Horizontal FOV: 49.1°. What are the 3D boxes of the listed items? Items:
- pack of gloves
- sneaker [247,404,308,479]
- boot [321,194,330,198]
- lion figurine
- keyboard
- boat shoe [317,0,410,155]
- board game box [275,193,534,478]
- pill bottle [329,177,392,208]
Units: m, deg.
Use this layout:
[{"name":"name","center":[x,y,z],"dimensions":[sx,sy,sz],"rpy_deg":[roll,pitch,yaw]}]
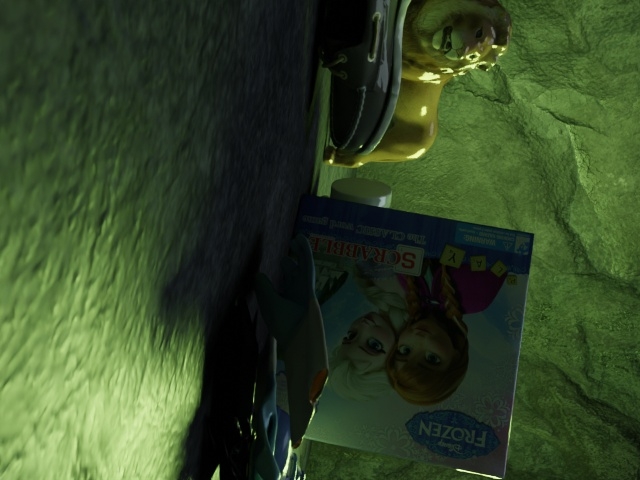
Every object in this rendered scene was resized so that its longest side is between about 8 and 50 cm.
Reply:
[{"name":"pack of gloves","center":[-0.051,0.111,0.628],"dimensions":[0.232,0.046,0.195],"rpy_deg":[-99,-153,-60]},{"name":"sneaker","center":[-0.038,0.316,0.844],"dimensions":[0.112,0.131,0.296],"rpy_deg":[-70,169,-57]},{"name":"boot","center":[0.000,0.000,1.168],"dimensions":[0.084,0.059,0.158],"rpy_deg":[23,81,-68]},{"name":"lion figurine","center":[0.137,-0.231,1.092],"dimensions":[0.392,0.240,0.142],"rpy_deg":[95,7,-61]},{"name":"keyboard","center":[-0.081,0.150,0.593],"dimensions":[0.100,0.038,0.192],"rpy_deg":[-119,-148,-58]},{"name":"boat shoe","center":[0.044,-0.243,0.824],"dimensions":[0.109,0.091,0.305],"rpy_deg":[48,-43,46]},{"name":"board game box","center":[0.099,0.119,0.923],"dimensions":[0.066,0.318,0.318],"rpy_deg":[80,20,-75]},{"name":"pill bottle","center":[0.051,0.041,1.092],"dimensions":[0.146,0.146,0.264],"rpy_deg":[-70,165,-67]}]
